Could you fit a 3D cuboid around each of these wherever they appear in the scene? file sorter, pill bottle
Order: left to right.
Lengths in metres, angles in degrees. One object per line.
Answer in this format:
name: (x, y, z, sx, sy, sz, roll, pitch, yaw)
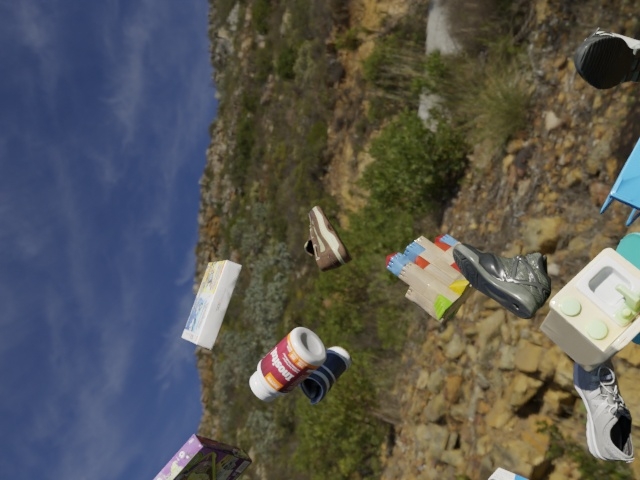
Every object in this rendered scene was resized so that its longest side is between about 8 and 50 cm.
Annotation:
pill bottle: (-0.066, 0.244, 1.197, 0.152, 0.086, 0.086, -46, -8, 23)
file sorter: (0.486, -0.058, 0.835, 0.118, 0.170, 0.104, -59, -17, -9)

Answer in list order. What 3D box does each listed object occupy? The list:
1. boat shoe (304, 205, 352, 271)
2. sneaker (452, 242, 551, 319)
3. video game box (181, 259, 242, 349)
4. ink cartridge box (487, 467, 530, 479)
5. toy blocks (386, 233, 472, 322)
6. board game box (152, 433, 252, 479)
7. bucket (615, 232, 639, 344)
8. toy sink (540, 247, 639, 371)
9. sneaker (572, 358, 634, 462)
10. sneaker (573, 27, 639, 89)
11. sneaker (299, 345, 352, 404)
boat shoe: (-0.004, -0.006, 1.602, 0.095, 0.095, 0.257, 54, -175, -28)
sneaker: (0.399, 0.062, 1.337, 0.130, 0.227, 0.087, -36, -40, -21)
video game box: (-0.263, 0.151, 1.480, 0.187, 0.048, 0.205, -8, 62, 65)
ink cartridge box: (0.431, 0.685, 1.527, 0.231, 0.134, 0.078, -36, -76, -24)
toy blocks: (0.379, 0.097, 2.028, 0.381, 0.261, 0.190, -30, -31, -44)
board game box: (-0.339, 0.615, 1.450, 0.347, 0.056, 0.208, -48, -35, -2)
bucket: (0.754, 0.101, 1.304, 0.281, 0.183, 0.281, -2, -90, -88)
toy sink: (0.492, 0.117, 1.081, 0.153, 0.131, 0.234, -43, -22, -5)
sneaker: (0.678, 0.377, 1.442, 0.115, 0.105, 0.281, 162, 96, -73)
sneaker: (0.675, -0.444, 1.494, 0.331, 0.146, 0.122, -9, -54, -40)
sneaker: (-0.031, 0.407, 1.794, 0.153, 0.099, 0.282, -43, 0, -39)
